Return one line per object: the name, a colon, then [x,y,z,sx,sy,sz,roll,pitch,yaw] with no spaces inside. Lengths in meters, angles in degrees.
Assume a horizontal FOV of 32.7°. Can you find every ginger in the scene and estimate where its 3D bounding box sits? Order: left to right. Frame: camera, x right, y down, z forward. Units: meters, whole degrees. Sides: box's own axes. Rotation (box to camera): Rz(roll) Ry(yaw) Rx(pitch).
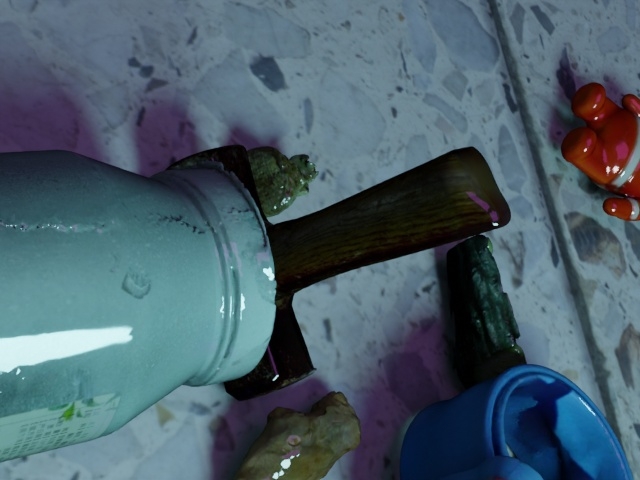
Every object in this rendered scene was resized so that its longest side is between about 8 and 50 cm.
ginger: [-0.042,0.248,1.028,0.122,0.084,0.290,43,54,-7]

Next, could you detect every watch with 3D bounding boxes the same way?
watch: [0.229,0.292,1.128,0.305,0.241,0.274,49,40,-11]

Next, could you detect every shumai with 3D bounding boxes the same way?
shumai: [-0.047,-0.059,1.156,0.080,0.083,0.082,19,91,-61]

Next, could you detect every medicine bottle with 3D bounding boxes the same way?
medicine bottle: [-0.205,0.043,0.886,0.289,0.245,0.245,-8,79,-35]

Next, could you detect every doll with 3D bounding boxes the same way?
doll: [0.469,-0.081,1.482,0.336,0.105,0.200,32,59,-21]

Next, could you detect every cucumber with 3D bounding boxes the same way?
cucumber: [0.187,0.096,1.244,0.115,0.085,0.193,48,33,-71]

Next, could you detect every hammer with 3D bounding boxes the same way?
hammer: [0.000,0.000,0.947,0.095,0.408,0.243,-16,87,-36]
